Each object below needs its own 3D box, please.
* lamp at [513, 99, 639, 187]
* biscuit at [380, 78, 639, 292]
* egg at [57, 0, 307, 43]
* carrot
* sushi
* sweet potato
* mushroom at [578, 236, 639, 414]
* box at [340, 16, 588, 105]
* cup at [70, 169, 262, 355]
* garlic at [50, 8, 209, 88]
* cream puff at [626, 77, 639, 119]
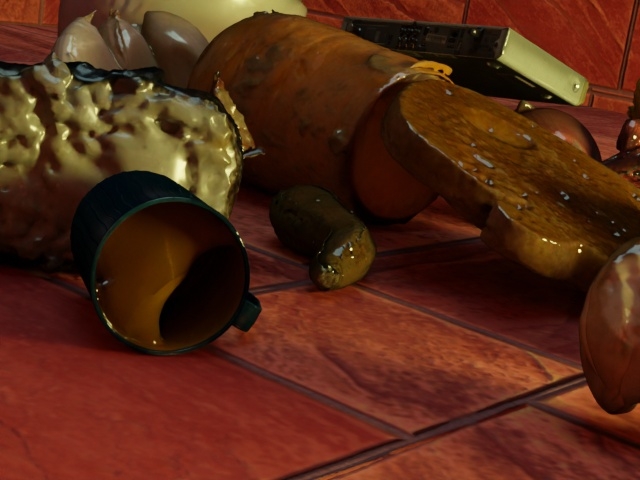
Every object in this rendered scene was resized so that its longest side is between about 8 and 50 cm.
[{"bbox_3d":[0.303,-0.086,1.504,0.215,0.151,0.223,-32,50,-5],"label":"lamp"},{"bbox_3d":[0.222,-0.035,1.205,0.367,0.063,0.314,33,28,3],"label":"biscuit"},{"bbox_3d":[-0.249,-0.339,1.871,0.354,0.340,0.354,39,3,-2],"label":"egg"},{"bbox_3d":[-0.006,-0.149,1.442,0.224,0.224,0.341,-3,23,-41],"label":"carrot"},{"bbox_3d":[-0.213,-0.077,1.043,0.343,0.196,0.182,6,20,-12],"label":"sushi"},{"bbox_3d":[0.006,-0.001,1.159,0.081,0.062,0.233,-10,21,-11],"label":"sweet potato"},{"bbox_3d":[0.367,0.111,0.766,0.407,0.137,0.154,23,31,28],"label":"mushroom"},{"bbox_3d":[0.172,-0.223,1.498,0.270,0.045,0.211,14,-3,43],"label":"box"},{"bbox_3d":[-0.120,0.025,0.909,0.113,0.150,0.138,-30,22,-10],"label":"cup"},{"bbox_3d":[-0.259,-0.219,1.632,0.281,0.203,0.185,-21,-11,-38],"label":"garlic"},{"bbox_3d":[0.570,-0.139,1.827,0.282,0.185,0.282,35,-1,1],"label":"cream puff"}]
